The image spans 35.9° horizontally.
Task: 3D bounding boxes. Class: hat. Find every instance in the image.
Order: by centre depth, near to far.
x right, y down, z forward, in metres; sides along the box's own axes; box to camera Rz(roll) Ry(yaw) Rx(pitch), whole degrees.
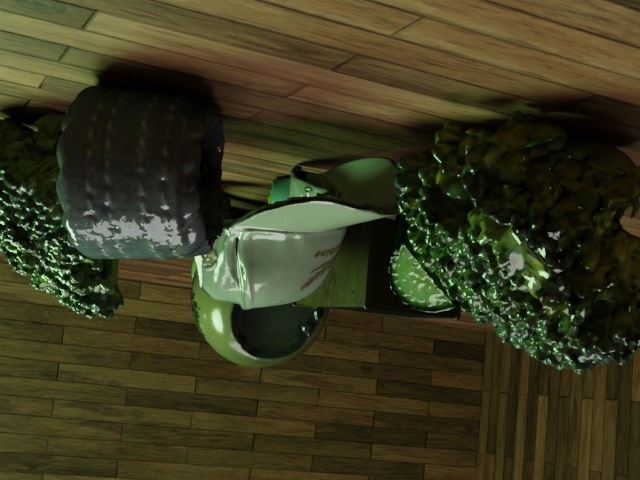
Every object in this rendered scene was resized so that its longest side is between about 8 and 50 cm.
[{"bbox_3d":[-0.006,-0.005,1.349,0.301,0.168,0.258,-11,-164,38],"label":"hat"}]

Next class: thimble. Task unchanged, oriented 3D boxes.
[{"bbox_3d":[-0.202,-0.075,1.175,0.172,0.205,0.236,4,174,2],"label":"thimble"}]

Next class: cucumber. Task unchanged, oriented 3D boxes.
[{"bbox_3d":[0.140,-0.007,1.371,0.063,0.244,0.115,-32,112,30],"label":"cucumber"}]

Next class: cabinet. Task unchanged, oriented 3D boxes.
[{"bbox_3d":[0.087,0.040,1.529,0.174,0.148,0.215,9,173,-30],"label":"cabinet"}]

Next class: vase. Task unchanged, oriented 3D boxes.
[{"bbox_3d":[-0.140,0.044,1.740,0.240,0.329,0.302,-30,-155,-8],"label":"vase"}]

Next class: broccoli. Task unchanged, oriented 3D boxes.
[{"bbox_3d":[0.239,0.000,1.165,0.323,0.272,0.334,15,-179,-24],"label":"broccoli"},{"bbox_3d":[-0.343,-0.049,1.389,0.247,0.245,0.288,30,149,33],"label":"broccoli"}]

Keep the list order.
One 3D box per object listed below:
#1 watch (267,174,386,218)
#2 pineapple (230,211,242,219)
[{"bbox_3d":[0.010,-0.056,1.633,0.195,0.068,0.237,4,167,-2],"label":"watch"},{"bbox_3d":[-0.215,-0.024,1.885,0.251,0.125,0.125,26,160,-38],"label":"pineapple"}]
